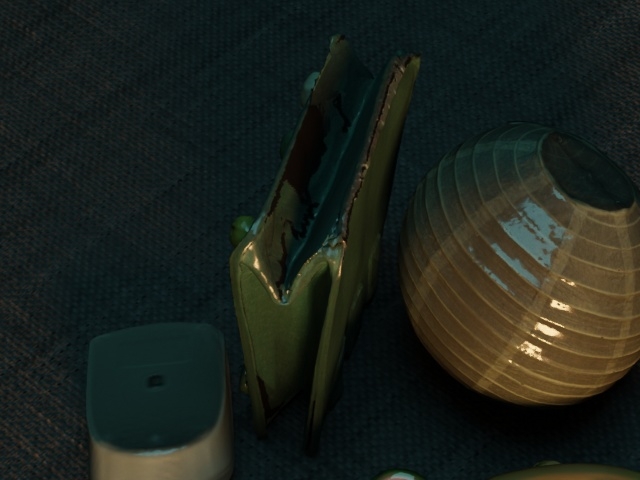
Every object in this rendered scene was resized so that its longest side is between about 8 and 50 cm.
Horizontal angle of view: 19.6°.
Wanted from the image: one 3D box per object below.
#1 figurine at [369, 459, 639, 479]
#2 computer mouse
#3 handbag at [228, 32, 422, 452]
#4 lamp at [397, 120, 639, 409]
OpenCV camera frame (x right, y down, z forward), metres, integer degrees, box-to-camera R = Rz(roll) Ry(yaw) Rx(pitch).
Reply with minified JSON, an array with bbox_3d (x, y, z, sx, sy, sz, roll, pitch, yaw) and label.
[{"bbox_3d":[0.147,0.271,1.393,0.324,0.124,0.222,-14,48,-13],"label":"figurine"},{"bbox_3d":[-0.136,0.150,1.560,0.128,0.079,0.231,-2,32,-1],"label":"computer mouse"},{"bbox_3d":[-0.004,-0.002,1.550,0.100,0.274,0.268,14,53,7],"label":"handbag"},{"bbox_3d":[0.172,0.022,1.554,0.233,0.233,0.265,-17,53,-11],"label":"lamp"}]
